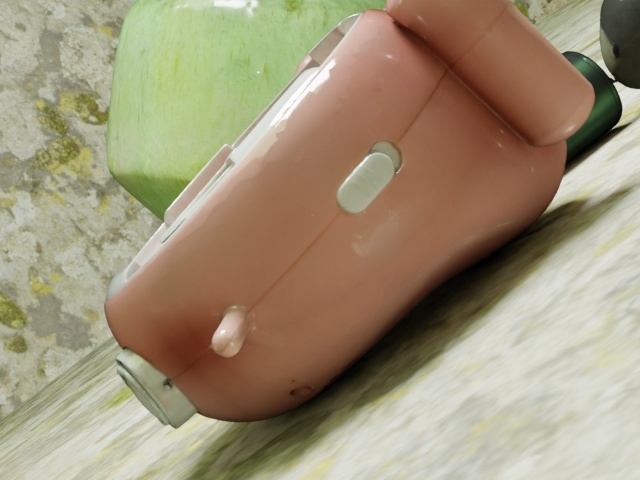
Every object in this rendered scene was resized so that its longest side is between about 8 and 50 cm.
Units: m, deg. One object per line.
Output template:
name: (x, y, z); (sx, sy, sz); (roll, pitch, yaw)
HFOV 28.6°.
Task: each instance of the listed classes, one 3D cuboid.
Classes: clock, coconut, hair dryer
clock: (0.000, 0.000, 0.634); (0.241, 0.142, 0.227); (-47, 7, -17)
coconut: (-0.049, -0.115, 1.208); (0.328, 0.328, 0.281); (-37, 18, -23)
hair dryer: (0.117, -0.051, 0.824); (0.100, 0.057, 0.198); (-36, -4, -15)

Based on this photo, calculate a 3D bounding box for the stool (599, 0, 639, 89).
stool: (0.220, -0.207, 0.784); (0.228, 0.153, 0.139); (-44, 27, -24)
